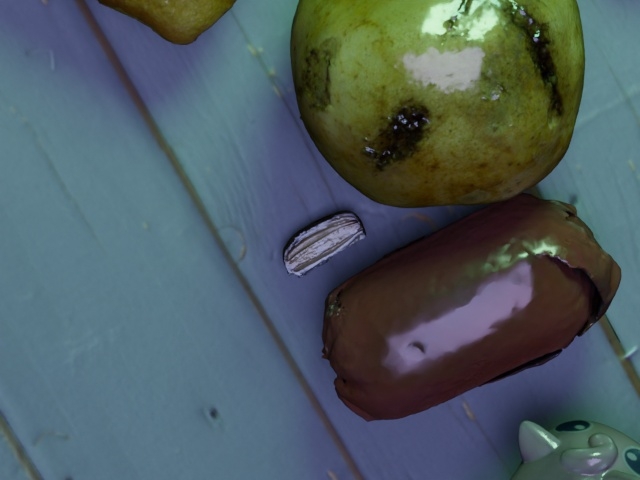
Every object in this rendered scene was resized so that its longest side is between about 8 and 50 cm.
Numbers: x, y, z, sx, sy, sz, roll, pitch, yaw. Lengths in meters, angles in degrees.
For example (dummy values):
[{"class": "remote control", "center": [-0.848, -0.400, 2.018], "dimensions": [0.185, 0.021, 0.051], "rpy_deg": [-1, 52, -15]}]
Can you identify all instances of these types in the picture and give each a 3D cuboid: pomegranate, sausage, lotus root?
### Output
[{"class": "pomegranate", "center": [0.099, -0.154, 1.676], "dimensions": [0.260, 0.260, 0.260], "rpy_deg": [-1, 104, -3]}, {"class": "sausage", "center": [0.132, 0.059, 1.769], "dimensions": [0.279, 0.152, 0.152], "rpy_deg": [-25, 103, 3]}, {"class": "lotus root", "center": [0.000, 0.000, 1.808], "dimensions": [0.083, 0.030, 0.037], "rpy_deg": [-31, 101, 4]}]

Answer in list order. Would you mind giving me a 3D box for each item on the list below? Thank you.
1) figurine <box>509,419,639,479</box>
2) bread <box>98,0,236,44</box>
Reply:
[{"class": "figurine", "center": [0.254, 0.279, 1.846], "dimensions": [0.176, 0.186, 0.287], "rpy_deg": [14, 130, 32]}, {"class": "bread", "center": [-0.165, -0.290, 1.685], "dimensions": [0.245, 0.121, 0.174], "rpy_deg": [33, 99, -12]}]
